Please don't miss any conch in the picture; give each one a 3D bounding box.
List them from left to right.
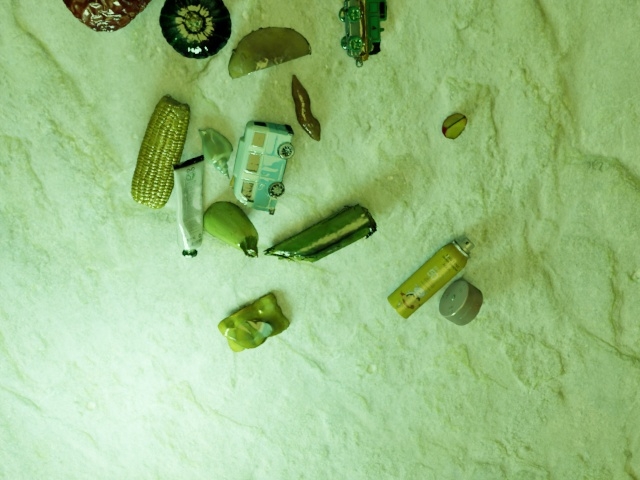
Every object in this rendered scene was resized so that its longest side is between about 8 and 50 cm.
[{"bbox_3d":[-0.319,-0.274,1.826,0.088,0.065,0.180,-24,103,6],"label":"conch"}]

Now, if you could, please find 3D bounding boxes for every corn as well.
[{"bbox_3d":[-0.483,-0.267,1.781,0.131,0.131,0.344,18,107,-12],"label":"corn"}]

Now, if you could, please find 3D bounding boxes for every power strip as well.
[{"bbox_3d":[0.489,0.217,2.053,0.078,0.154,0.154,31,105,-19],"label":"power strip"}]

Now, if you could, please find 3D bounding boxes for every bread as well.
[{"bbox_3d":[-0.232,0.303,2.051,0.233,0.088,0.160,-28,107,3],"label":"bread"}]

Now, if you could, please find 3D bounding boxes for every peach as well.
[{"bbox_3d":[0.423,-0.369,1.866,0.077,0.050,0.083,8,122,-33],"label":"peach"}]

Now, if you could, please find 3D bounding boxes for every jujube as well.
[{"bbox_3d":[-0.561,-0.676,1.568,0.232,0.213,0.213,-43,109,10],"label":"jujube"}]

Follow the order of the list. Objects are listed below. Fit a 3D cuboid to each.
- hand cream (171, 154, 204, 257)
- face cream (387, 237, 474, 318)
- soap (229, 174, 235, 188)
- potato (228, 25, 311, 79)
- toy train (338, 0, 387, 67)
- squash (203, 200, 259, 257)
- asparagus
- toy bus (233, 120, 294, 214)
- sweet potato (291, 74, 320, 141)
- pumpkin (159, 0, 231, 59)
[{"bbox_3d":[-0.416,-0.101,1.861,0.076,0.121,0.336,23,122,28],"label":"hand cream"},{"bbox_3d":[0.391,0.121,2.028,0.349,0.105,0.105,-44,109,11],"label":"face cream"},{"bbox_3d":[-0.265,-0.207,1.886,0.034,0.012,0.089,22,108,-16],"label":"soap"},{"bbox_3d":[-0.160,-0.559,1.710,0.261,0.100,0.120,-18,112,2],"label":"potato"},{"bbox_3d":[0.130,-0.628,1.719,0.136,0.091,0.227,-12,112,-12],"label":"toy train"},{"bbox_3d":[-0.249,-0.033,1.847,0.137,0.287,0.137,-15,116,-34],"label":"squash"},{"bbox_3d":[0.000,0.000,1.945,0.382,0.108,0.128,-27,113,7],"label":"asparagus"},{"bbox_3d":[-0.184,-0.230,1.818,0.165,0.133,0.271,10,110,-13],"label":"toy bus"},{"bbox_3d":[-0.051,-0.403,1.805,0.065,0.051,0.218,-39,117,-35],"label":"sweet potato"},{"bbox_3d":[-0.351,-0.613,1.651,0.202,0.140,0.202,-3,111,-7],"label":"pumpkin"}]
